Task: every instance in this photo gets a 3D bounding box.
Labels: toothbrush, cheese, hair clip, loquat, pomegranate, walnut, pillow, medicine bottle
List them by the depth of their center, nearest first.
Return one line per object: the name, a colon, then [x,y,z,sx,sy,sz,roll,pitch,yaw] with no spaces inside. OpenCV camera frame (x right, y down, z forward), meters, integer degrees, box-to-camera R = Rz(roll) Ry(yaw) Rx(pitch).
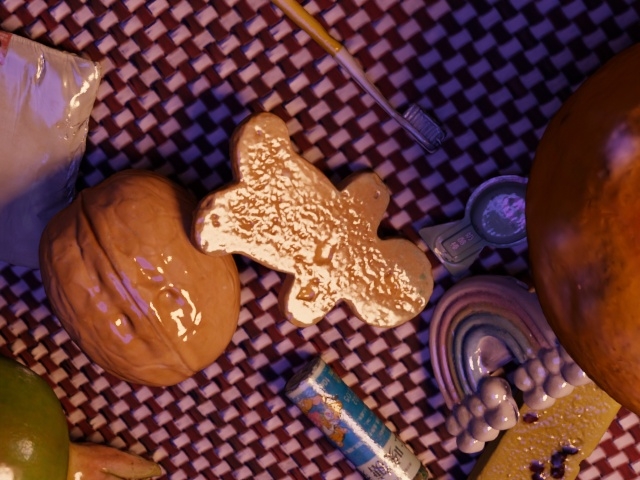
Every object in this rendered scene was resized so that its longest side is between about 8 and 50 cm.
loquat: [0.315,-0.007,1.101,0.328,0.328,0.328,4,115,10]
toothbrush: [0.000,-0.179,1.251,0.288,0.021,0.024,42,104,-9]
cheese: [0.150,-0.016,1.290,0.121,0.026,0.067,-34,103,23]
hair clip: [0.169,0.089,1.301,0.220,0.054,0.140,-40,76,42]
walnut: [-0.159,0.038,1.308,0.165,0.165,0.197,-23,98,20]
pillow: [-0.281,-0.082,1.337,0.128,0.051,0.229,15,118,-4]
medicine bottle: [0.045,0.193,1.395,0.051,0.051,0.191,-39,102,24]
pomegranate: [-0.299,0.220,1.402,0.302,0.236,0.236,8,118,-18]

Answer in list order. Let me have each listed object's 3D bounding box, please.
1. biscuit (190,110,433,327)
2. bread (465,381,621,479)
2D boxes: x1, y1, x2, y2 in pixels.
biscuit: [0.000,0.000,1.288,0.234,0.030,0.153,30,88,-22]
bread: [0.209,0.182,1.356,0.088,0.049,0.226,24,117,0]
